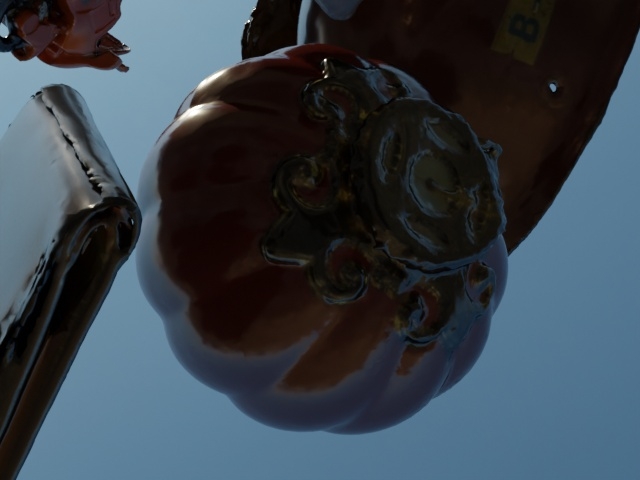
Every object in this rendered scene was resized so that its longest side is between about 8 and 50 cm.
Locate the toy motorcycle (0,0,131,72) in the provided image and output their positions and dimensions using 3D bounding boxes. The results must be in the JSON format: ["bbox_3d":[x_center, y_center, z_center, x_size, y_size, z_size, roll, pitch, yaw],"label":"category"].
[{"bbox_3d":[-0.244,-0.322,1.157,0.148,0.221,0.326,36,-93,16],"label":"toy motorcycle"}]

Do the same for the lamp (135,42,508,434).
[{"bbox_3d":[0.000,0.000,0.586,0.227,0.227,0.227,-5,-114,12],"label":"lamp"}]

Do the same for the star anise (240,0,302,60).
[{"bbox_3d":[-0.020,-0.329,1.317,0.237,0.148,0.346,-35,-140,48],"label":"star anise"}]

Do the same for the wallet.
[{"bbox_3d":[-0.131,0.042,0.392,0.195,0.042,0.161,-58,-149,9],"label":"wallet"}]

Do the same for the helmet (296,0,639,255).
[{"bbox_3d":[0.094,-0.185,0.935,0.230,0.337,0.385,24,-103,-24],"label":"helmet"}]

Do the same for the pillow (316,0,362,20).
[{"bbox_3d":[0.006,-0.295,0.652,0.223,0.236,0.084,-45,-158,14],"label":"pillow"}]
